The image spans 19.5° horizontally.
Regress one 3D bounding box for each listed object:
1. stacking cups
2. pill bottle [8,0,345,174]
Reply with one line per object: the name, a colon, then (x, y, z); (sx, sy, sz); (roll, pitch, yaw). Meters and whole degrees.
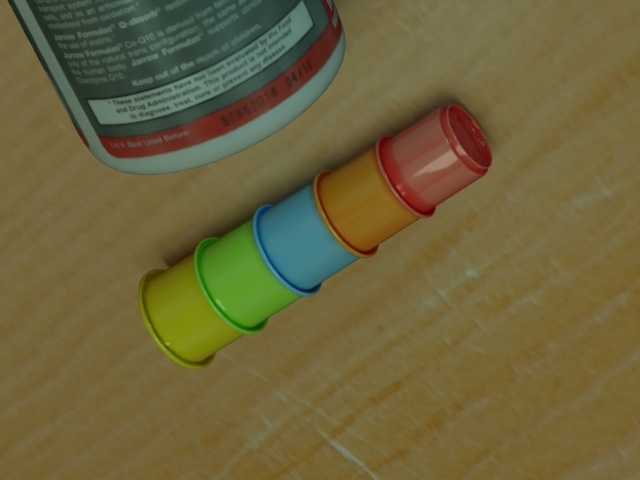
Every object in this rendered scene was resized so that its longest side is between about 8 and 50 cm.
stacking cups: (0.000, 0.000, 1.504); (0.316, 0.096, 0.096); (-29, 115, 26)
pill bottle: (-0.139, -0.244, 1.280); (0.210, 0.210, 0.363); (-13, 122, 20)
